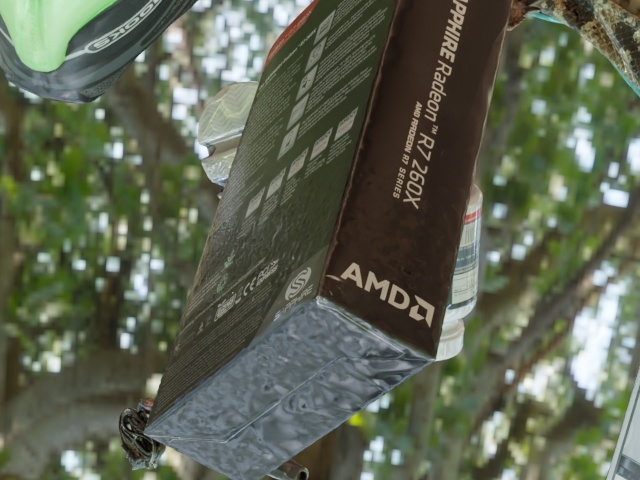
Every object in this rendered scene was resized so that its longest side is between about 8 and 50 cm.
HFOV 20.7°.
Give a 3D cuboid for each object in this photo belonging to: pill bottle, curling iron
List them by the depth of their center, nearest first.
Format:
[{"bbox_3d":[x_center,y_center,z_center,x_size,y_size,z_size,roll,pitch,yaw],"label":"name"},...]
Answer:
[{"bbox_3d":[-0.098,0.190,1.595,0.035,0.068,0.274,-1,-176,-41],"label":"curling iron"},{"bbox_3d":[0.113,0.029,1.844,0.108,0.180,0.108,1,-158,-1],"label":"pill bottle"}]

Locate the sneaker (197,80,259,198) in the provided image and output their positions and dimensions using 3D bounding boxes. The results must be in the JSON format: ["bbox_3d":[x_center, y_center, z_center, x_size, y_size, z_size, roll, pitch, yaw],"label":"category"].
[{"bbox_3d":[0.000,-0.001,1.625,0.127,0.315,0.182,-14,-176,20],"label":"sneaker"}]

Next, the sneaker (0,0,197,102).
[{"bbox_3d":[-0.105,-0.273,1.124,0.185,0.202,0.483,22,-132,7],"label":"sneaker"}]

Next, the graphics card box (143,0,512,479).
[{"bbox_3d":[0.014,-0.041,1.188,0.094,0.233,0.371,31,-130,-18],"label":"graphics card box"}]

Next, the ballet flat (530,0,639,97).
[{"bbox_3d":[0.300,-0.252,1.716,0.164,0.182,0.483,-13,-137,-40],"label":"ballet flat"}]

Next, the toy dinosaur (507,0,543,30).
[{"bbox_3d":[0.207,-0.264,1.509,0.296,0.200,0.127,-22,-109,-1],"label":"toy dinosaur"}]

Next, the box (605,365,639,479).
[{"bbox_3d":[0.343,0.156,1.446,0.169,0.290,0.087,29,-124,19],"label":"box"}]
